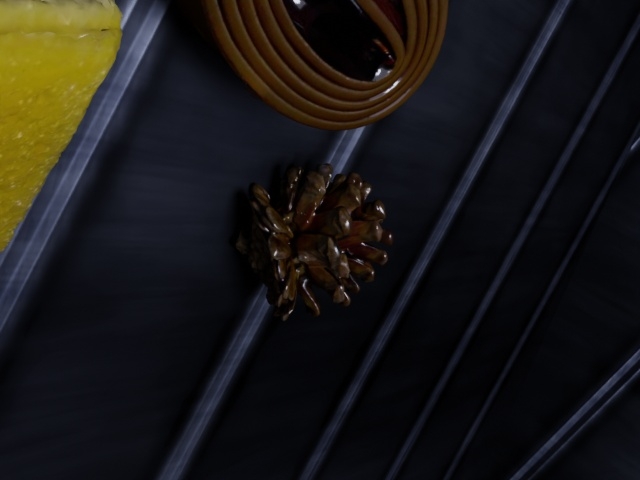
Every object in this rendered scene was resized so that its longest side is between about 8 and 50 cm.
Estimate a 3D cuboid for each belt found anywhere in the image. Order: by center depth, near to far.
[{"bbox_3d":[-0.009,-0.233,0.697,0.217,0.122,0.338,-43,146,6],"label":"belt"}]

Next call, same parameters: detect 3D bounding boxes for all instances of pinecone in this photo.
[{"bbox_3d":[-0.004,-0.001,0.921,0.195,0.150,0.179,-36,135,-40],"label":"pinecone"}]

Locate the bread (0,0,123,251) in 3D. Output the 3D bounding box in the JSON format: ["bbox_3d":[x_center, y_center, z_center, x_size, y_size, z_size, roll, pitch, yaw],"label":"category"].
[{"bbox_3d":[-0.296,-0.041,0.363,0.323,0.143,0.333,-42,166,36],"label":"bread"}]
